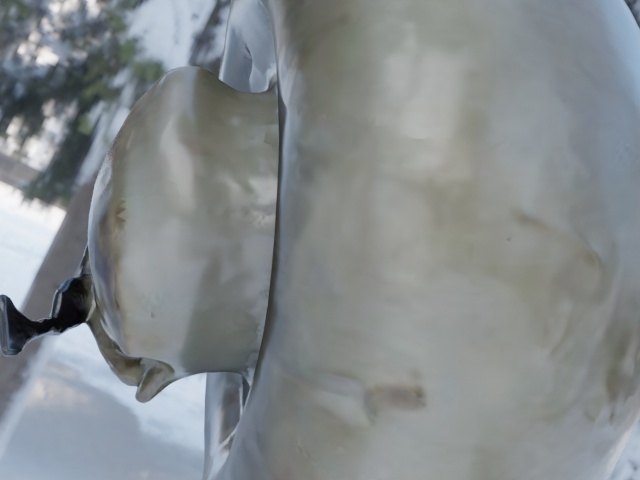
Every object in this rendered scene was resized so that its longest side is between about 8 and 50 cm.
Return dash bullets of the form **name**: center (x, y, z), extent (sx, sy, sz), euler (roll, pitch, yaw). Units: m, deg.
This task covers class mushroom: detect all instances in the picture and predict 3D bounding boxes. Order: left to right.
- **mushroom**: center (0.000, 0.000, 0.613), extent (0.294, 0.362, 0.362), euler (4, 1, -8)
